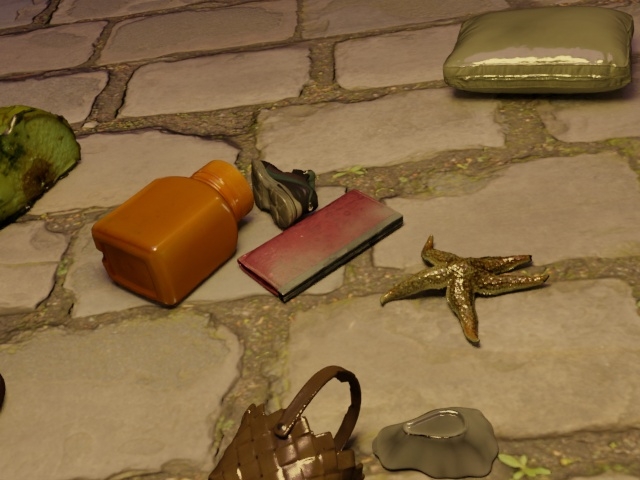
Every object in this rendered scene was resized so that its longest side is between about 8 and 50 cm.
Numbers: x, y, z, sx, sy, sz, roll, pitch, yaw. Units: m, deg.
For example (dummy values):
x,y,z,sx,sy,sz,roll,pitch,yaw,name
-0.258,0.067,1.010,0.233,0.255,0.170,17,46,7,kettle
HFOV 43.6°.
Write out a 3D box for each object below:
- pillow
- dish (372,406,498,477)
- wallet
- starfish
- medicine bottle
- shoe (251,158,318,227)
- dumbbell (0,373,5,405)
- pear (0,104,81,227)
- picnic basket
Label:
x,y,z,sx,sy,sz,roll,pitch,yaw,name
0.400,-0.347,1.461,0.322,0.120,0.255,2,37,20,pillow
0.123,0.212,0.873,0.137,0.039,0.091,-5,38,4,dish
0.000,0.000,1.185,0.232,0.025,0.119,-32,43,-25,wallet
0.188,0.055,1.065,0.223,0.050,0.217,-15,45,2,starfish
-0.206,-0.021,1.188,0.149,0.112,0.222,19,46,33,medicine bottle
-0.049,-0.085,1.274,0.099,0.071,0.169,-17,36,-20,shoe
-0.485,0.137,0.957,0.140,0.225,0.124,13,46,29,dumbbell
-0.599,-0.157,1.417,0.255,0.164,0.238,11,45,27,pear
-0.016,0.212,0.831,0.137,0.128,0.178,20,64,29,picnic basket
